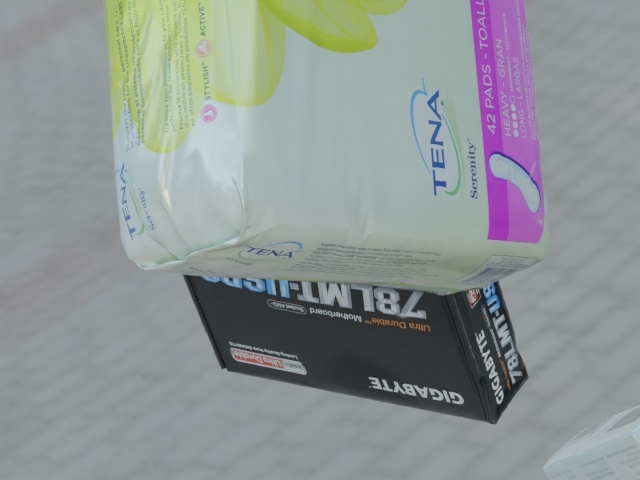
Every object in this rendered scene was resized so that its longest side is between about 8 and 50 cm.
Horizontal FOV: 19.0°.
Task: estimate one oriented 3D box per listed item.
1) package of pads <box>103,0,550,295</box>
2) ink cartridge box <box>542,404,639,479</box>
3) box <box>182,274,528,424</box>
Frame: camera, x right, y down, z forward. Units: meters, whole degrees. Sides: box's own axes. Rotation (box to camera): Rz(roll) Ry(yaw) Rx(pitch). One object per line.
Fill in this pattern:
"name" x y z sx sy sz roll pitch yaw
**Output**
"package of pads" -0.001 -0.126 0.955 0.229 0.296 0.101 4 -14 -43
"ink cartridge box" 0.416 0.341 1.965 0.091 0.385 0.308 -38 -4 -17
"box" 0.000 0.000 1.559 0.295 0.293 0.073 10 41 37
